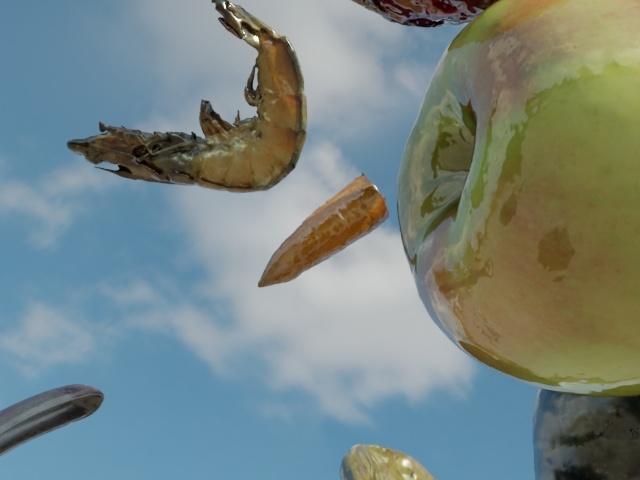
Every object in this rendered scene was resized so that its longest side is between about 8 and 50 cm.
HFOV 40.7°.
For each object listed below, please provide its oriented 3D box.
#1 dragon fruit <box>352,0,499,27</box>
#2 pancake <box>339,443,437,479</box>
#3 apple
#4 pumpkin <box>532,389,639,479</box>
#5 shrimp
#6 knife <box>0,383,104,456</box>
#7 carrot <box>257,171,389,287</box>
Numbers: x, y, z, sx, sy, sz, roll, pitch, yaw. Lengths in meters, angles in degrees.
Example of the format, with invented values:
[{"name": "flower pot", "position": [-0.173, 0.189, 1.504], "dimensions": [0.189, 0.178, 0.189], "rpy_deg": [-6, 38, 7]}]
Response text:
[{"name": "dragon fruit", "position": [0.116, -0.346, 0.780], "dimensions": [0.329, 0.329, 0.329], "rpy_deg": [6, -49, 7]}, {"name": "pancake", "position": [0.113, 0.298, 0.891], "dimensions": [0.242, 0.242, 0.050], "rpy_deg": [33, -83, -17]}, {"name": "apple", "position": [0.219, -0.039, 0.638], "dimensions": [0.277, 0.319, 0.319], "rpy_deg": [7, -47, -13]}, {"name": "pumpkin", "position": [0.468, 0.235, 0.982], "dimensions": [0.455, 0.454, 0.344], "rpy_deg": [24, -13, -10]}, {"name": "shrimp", "position": [-0.103, -0.114, 0.666], "dimensions": [0.195, 0.035, 0.147], "rpy_deg": [5, -80, 12]}, {"name": "knife", "position": [-0.271, 0.169, 0.742], "dimensions": [0.053, 0.278, 0.123], "rpy_deg": [36, -73, 5]}, {"name": "carrot", "position": [0.000, 0.000, 1.092], "dimensions": [0.072, 0.205, 0.072], "rpy_deg": [42, -23, 22]}]
